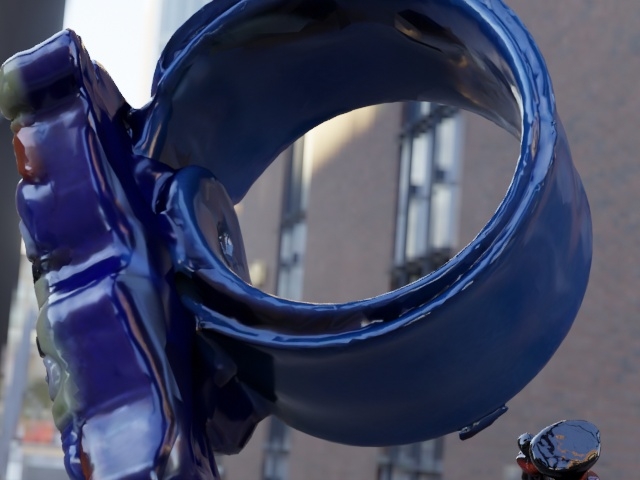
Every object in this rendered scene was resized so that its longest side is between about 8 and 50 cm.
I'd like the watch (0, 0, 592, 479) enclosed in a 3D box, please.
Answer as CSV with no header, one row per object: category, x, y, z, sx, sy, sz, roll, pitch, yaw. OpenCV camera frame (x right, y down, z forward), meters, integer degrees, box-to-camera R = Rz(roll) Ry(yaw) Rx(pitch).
watch,-0.001,-0.004,0.658,0.200,0.196,0.171,-21,-23,4

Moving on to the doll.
doll,0.136,0.200,1.028,0.088,0.127,0.248,6,-31,5
